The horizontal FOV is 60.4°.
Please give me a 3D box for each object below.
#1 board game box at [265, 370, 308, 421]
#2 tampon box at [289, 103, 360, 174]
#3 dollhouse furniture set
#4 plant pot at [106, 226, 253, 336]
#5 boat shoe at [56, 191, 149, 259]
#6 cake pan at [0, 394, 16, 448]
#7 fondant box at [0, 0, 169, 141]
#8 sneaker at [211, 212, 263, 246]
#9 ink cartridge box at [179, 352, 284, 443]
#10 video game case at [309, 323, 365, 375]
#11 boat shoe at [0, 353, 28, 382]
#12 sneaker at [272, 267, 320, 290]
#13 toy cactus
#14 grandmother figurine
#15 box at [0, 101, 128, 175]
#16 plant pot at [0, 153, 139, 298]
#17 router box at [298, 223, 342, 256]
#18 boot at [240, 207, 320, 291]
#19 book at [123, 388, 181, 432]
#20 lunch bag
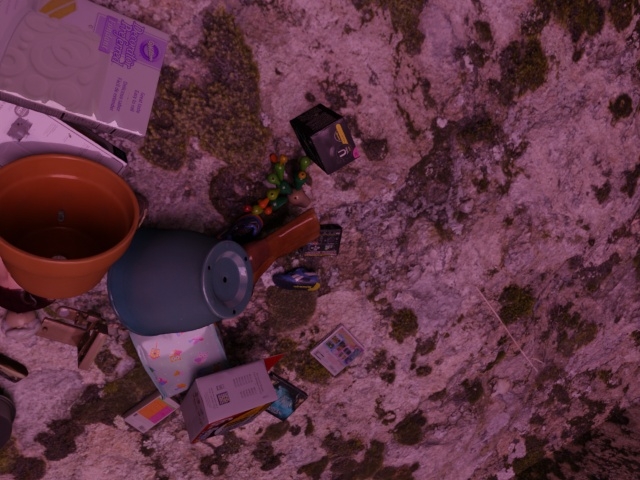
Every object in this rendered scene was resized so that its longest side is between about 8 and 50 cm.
[{"bbox_3d":[-0.145,0.530,1.860,0.126,0.026,0.186,-46,124,4],"label":"board game box"},{"bbox_3d":[0.011,-0.266,1.430,0.102,0.161,0.120,-32,124,-6],"label":"tampon box"},{"bbox_3d":[-0.643,0.242,1.416,0.123,0.151,0.144,27,100,-32],"label":"dollhouse furniture set"},{"bbox_3d":[-0.311,0.093,1.309,0.256,0.271,0.271,-5,130,29],"label":"plant pot"},{"bbox_3d":[-0.546,0.011,1.363,0.324,0.117,0.097,-52,159,12],"label":"boat shoe"},{"bbox_3d":[-0.942,0.511,1.418,0.293,0.054,0.293,-28,144,-22],"label":"cake pan"},{"bbox_3d":[-0.508,-0.371,1.134,0.331,0.096,0.238,15,83,-30],"label":"fondant box"},{"bbox_3d":[-0.252,0.008,1.491,0.221,0.087,0.083,-42,103,3],"label":"sneaker"},{"bbox_3d":[-0.246,0.466,1.615,0.272,0.129,0.309,-12,157,-27],"label":"ink cartridge box"},{"bbox_3d":[0.059,0.374,1.874,0.143,0.019,0.157,-41,124,0],"label":"video game case"},{"bbox_3d":[-0.839,0.328,1.431,0.049,0.056,0.152,-45,125,-3],"label":"boat shoe"},{"bbox_3d":[-0.073,0.115,1.664,0.145,0.059,0.053,6,146,-10],"label":"sneaker"},{"bbox_3d":[-0.098,-0.139,1.503,0.219,0.112,0.181,-52,142,5],"label":"toy cactus"},{"bbox_3d":[-0.732,0.102,1.338,0.208,0.104,0.342,16,117,7],"label":"grandmother figurine"},{"bbox_3d":[-0.607,-0.201,1.237,0.290,0.087,0.169,35,98,-33],"label":"box"},{"bbox_3d":[-0.548,-0.010,1.162,0.291,0.290,0.203,4,139,-26],"label":"plant pot"},{"bbox_3d":[0.000,0.000,1.639,0.123,0.038,0.092,-2,116,-23],"label":"router box"},{"bbox_3d":[-0.130,0.038,1.543,0.281,0.096,0.264,-32,153,-18],"label":"boot"},{"bbox_3d":[-0.517,0.524,1.692,0.144,0.035,0.096,-36,127,-3],"label":"book"},{"bbox_3d":[-0.395,0.287,1.546,0.224,0.160,0.262,-21,128,-12],"label":"lunch bag"}]
